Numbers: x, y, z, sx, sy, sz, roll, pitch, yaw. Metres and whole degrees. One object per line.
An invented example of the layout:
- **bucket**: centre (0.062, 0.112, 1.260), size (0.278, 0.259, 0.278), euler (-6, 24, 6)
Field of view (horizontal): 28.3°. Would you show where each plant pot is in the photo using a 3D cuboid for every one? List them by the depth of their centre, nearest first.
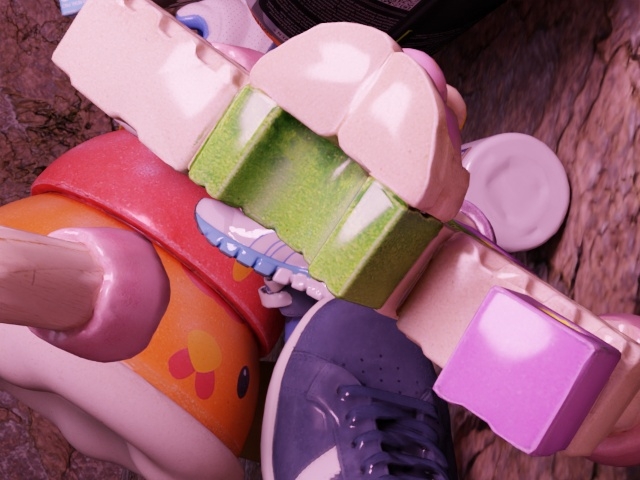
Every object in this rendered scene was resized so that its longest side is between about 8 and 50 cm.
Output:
- **plant pot**: centre (-0.081, 0.170, 1.290), size (0.081, 0.083, 0.081), euler (119, 159, -51)

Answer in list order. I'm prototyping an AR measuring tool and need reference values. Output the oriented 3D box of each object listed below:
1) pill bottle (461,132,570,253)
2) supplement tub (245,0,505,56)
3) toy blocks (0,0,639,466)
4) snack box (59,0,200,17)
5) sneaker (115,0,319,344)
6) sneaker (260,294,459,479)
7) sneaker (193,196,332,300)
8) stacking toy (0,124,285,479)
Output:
- **pill bottle**: centre (0.092, -0.025, 0.745), size (0.120, 0.067, 0.067), euler (175, 106, -77)
- **supplement tub**: centre (0.048, -0.221, 0.825), size (0.316, 0.193, 0.194), euler (156, 125, -74)
- **toy blocks**: centre (0.052, -0.010, 0.560), size (0.309, 0.288, 0.260), euler (-56, -26, 8)
- **snack box**: centre (0.010, -0.231, 0.619), size (0.060, 0.322, 0.187), euler (-19, -82, -75)
- **sneaker**: centre (-0.058, -0.035, 1.021), size (0.130, 0.236, 0.323), euler (-154, 76, -77)
- **sneaker**: centre (0.049, 0.167, 0.674), size (0.148, 0.131, 0.350), euler (130, 144, -51)
- **sneaker**: centre (0.000, 0.000, 0.920), size (0.083, 0.190, 0.071), euler (-67, -12, 6)
- **stacking toy**: centre (-0.118, -0.036, 1.180), size (0.480, 0.350, 0.350), euler (-58, 7, -17)
